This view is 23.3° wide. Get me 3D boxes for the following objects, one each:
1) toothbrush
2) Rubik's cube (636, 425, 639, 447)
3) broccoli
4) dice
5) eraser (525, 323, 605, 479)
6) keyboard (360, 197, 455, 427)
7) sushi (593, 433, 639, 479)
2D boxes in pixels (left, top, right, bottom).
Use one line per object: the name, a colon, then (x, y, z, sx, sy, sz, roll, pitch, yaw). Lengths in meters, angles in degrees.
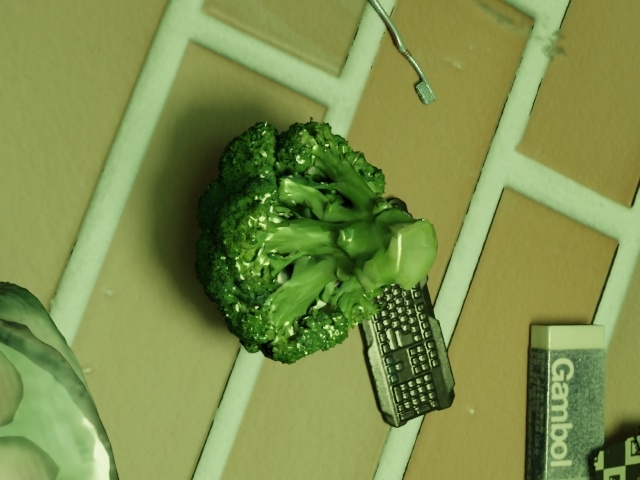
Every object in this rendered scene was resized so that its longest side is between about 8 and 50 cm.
toothbrush: (0.084, -0.242, 1.815, 0.019, 0.013, 0.193, -35, 107, -12)
Rubik's cube: (0.577, 0.284, 1.979, 0.234, 0.250, 0.284, -46, 115, -51)
broccoli: (0.000, 0.000, 1.649, 0.270, 0.270, 0.270, -11, 104, -50)
dice: (-0.379, 0.233, 1.410, 0.330, 0.348, 0.328, -18, 96, -26)
eraser: (0.303, 0.209, 1.916, 0.092, 0.046, 0.212, 1, 90, -27)
keyboard: (0.090, 0.085, 1.824, 0.106, 0.016, 0.262, -19, 99, -25)
sushi: (0.405, 0.340, 1.964, 0.193, 0.040, 0.210, -13, 99, -37)
